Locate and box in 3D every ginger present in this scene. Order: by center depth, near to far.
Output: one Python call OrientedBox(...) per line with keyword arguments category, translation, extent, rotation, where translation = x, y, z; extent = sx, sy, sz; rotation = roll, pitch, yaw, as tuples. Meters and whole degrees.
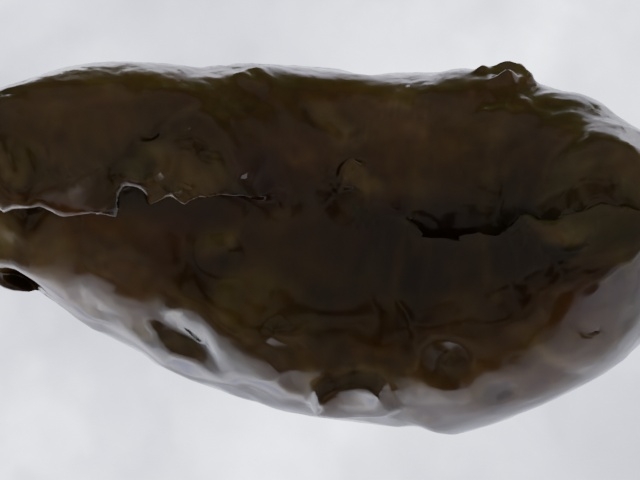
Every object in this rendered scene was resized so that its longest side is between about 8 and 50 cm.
OrientedBox(category="ginger", translation=(0.000, 0.000, 0.594), extent=(0.321, 0.172, 0.165), rotation=(4, -107, 6))
